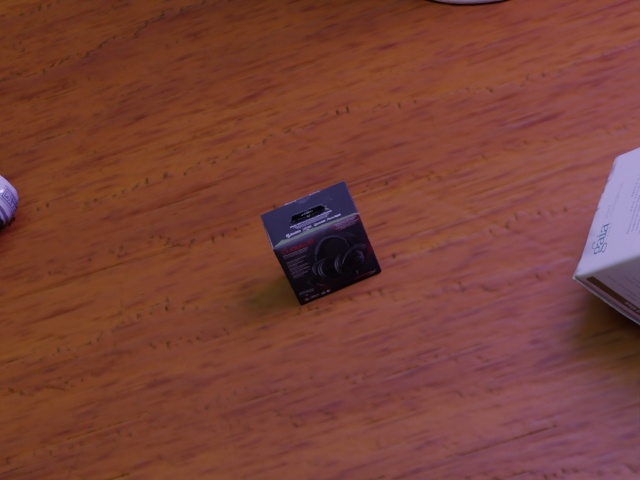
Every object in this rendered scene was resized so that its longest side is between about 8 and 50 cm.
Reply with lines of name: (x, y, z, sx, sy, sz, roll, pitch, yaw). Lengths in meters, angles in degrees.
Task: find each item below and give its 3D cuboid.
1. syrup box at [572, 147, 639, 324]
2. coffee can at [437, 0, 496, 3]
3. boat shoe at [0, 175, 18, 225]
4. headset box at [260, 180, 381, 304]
syrup box: (0.260, -0.016, 0.889, 0.096, 0.237, 0.093, 32, 65, -17)
coffee can: (0.097, -0.331, 1.096, 0.201, 0.275, 0.202, -7, 58, 11)
boat shoe: (-0.335, -0.047, 1.168, 0.228, 0.080, 0.076, 25, 67, 19)
headset box: (0.000, 0.000, 1.037, 0.062, 0.083, 0.032, -22, 56, 1)
